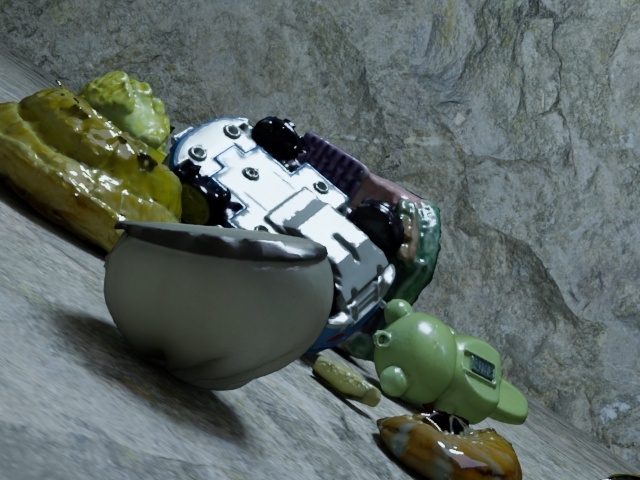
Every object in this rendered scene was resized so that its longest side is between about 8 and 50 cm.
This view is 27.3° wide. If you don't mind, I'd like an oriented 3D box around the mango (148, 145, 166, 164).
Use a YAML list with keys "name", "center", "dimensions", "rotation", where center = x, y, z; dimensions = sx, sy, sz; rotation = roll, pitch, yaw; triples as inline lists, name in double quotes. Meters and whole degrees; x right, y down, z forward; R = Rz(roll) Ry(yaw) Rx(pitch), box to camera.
- name: "mango"
  center: [-0.244, -0.084, 1.857]
  dimensions: [0.137, 0.091, 0.237]
  rotation: [38, 0, -24]

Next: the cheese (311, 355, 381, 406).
- name: "cheese"
  center: [0.029, 0.150, 1.381]
  dimensions: [0.083, 0.030, 0.044]
  rotation: [28, 5, 35]

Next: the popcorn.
- name: "popcorn"
  center: [-0.312, -0.178, 2.070]
  dimensions: [0.173, 0.173, 0.142]
  rotation: [34, 13, 15]

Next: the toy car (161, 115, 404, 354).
- name: "toy car"
  center: [-0.060, -0.007, 1.545]
  dimensions: [0.314, 0.166, 0.198]
  rotation: [40, 41, 8]

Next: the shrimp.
- name: "shrimp"
  center: [0.133, 0.209, 1.317]
  dimensions: [0.152, 0.063, 0.287]
  rotation: [22, 1, 12]

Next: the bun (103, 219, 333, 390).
- name: "bun"
  center: [-0.076, 0.049, 0.975]
  dimensions: [0.172, 0.120, 0.173]
  rotation: [6, 5, -1]

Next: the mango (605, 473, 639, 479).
- name: "mango"
  center: [0.455, 0.370, 1.777]
  dimensions: [0.136, 0.099, 0.227]
  rotation: [27, -3, -24]

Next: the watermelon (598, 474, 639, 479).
- name: "watermelon"
  center: [0.295, 0.306, 1.408]
  dimensions: [0.135, 0.125, 0.094]
  rotation: [15, -26, -5]

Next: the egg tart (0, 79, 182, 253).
- name: "egg tart"
  center: [-0.236, -0.069, 1.385]
  dimensions: [0.290, 0.115, 0.290]
  rotation: [36, 2, -1]

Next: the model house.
- name: "model house"
  center: [0.000, 0.000, 1.740]
  dimensions: [0.237, 0.237, 0.202]
  rotation: [27, 12, -27]

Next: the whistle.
- name: "whistle"
  center: [0.167, 0.174, 1.696]
  dimensions: [0.106, 0.131, 0.288]
  rotation: [-23, -40, 39]
